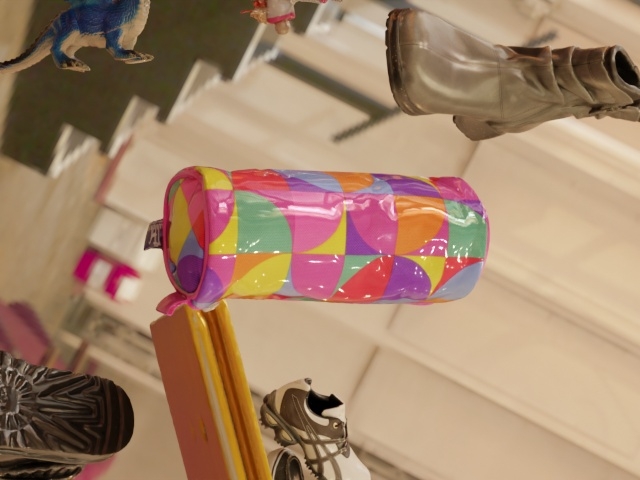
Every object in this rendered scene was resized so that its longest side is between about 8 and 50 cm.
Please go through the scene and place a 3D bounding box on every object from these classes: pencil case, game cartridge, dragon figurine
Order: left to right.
[{"bbox_3d":[-0.287,-0.282,1.754,0.085,0.289,0.144,-18,100,-78],"label":"dragon figurine"},{"bbox_3d":[-0.126,0.215,1.674,0.324,0.053,0.285,152,-77,-76],"label":"game cartridge"},{"bbox_3d":[0.000,0.000,1.000,0.104,0.236,0.104,1,-89,63],"label":"pencil case"}]

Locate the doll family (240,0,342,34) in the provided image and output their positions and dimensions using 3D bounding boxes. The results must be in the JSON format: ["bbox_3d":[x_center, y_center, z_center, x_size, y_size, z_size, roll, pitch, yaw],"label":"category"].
[{"bbox_3d":[-0.033,-0.307,1.165,0.118,0.163,0.263,-48,131,-58],"label":"doll family"}]

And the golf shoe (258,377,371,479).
[{"bbox_3d":[0.012,0.260,1.902,0.094,0.198,0.077,-38,-156,20],"label":"golf shoe"}]

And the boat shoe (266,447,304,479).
[{"bbox_3d":[-0.029,0.353,1.841,0.070,0.078,0.219,-27,-139,22],"label":"boat shoe"}]

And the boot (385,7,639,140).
[{"bbox_3d":[0.162,-0.138,1.139,0.246,0.161,0.083,14,73,-61],"label":"boot"}]

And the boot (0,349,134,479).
[{"bbox_3d":[-0.418,0.227,1.687,0.260,0.348,0.131,-34,-137,47],"label":"boot"}]
